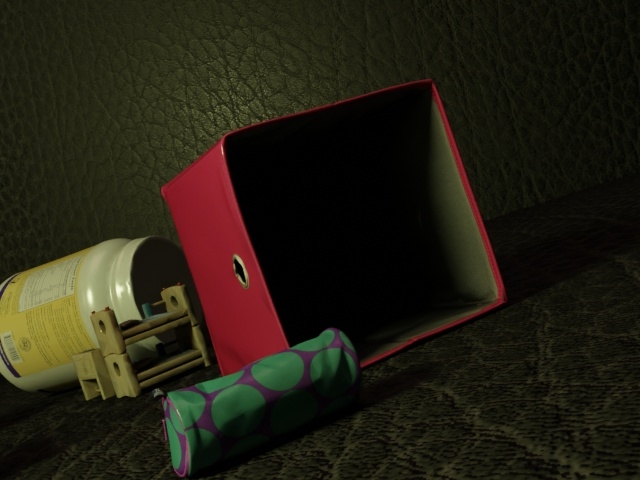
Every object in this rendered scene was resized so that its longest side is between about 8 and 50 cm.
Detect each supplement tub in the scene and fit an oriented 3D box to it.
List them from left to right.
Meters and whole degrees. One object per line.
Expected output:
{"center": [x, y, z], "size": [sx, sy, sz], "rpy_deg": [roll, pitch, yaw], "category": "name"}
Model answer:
{"center": [-0.407, 0.134, 1.380], "size": [0.331, 0.241, 0.241], "rpy_deg": [-18, 1, 23], "category": "supplement tub"}

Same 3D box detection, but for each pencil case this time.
{"center": [-0.044, 0.117, 0.567], "size": [0.152, 0.064, 0.070], "rpy_deg": [-18, 17, -23], "category": "pencil case"}

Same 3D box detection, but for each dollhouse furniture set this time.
{"center": [-0.279, 0.152, 1.133], "size": [0.129, 0.128, 0.184], "rpy_deg": [-19, 1, -39], "category": "dollhouse furniture set"}

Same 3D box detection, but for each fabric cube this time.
{"center": [0.000, 0.000, 0.851], "size": [0.259, 0.254, 0.258], "rpy_deg": [-19, 1, -26], "category": "fabric cube"}
